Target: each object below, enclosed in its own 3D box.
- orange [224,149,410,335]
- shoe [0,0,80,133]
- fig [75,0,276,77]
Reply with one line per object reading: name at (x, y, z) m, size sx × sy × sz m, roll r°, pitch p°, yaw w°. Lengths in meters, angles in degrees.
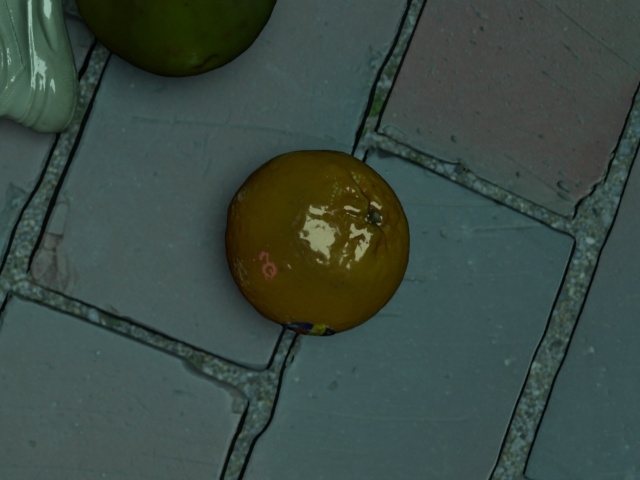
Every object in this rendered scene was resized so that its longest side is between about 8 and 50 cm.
orange at (-0.002, 0.000, 1.386) m, size 0.219 × 0.193 × 0.219 m, roll 5°, pitch 68°, yaw -13°
shoe at (-0.366, -0.266, 1.308) m, size 0.159 × 0.124 × 0.316 m, roll -14°, pitch 95°, yaw -39°
fig at (-0.159, -0.306, 1.313) m, size 0.240 × 0.271 × 0.239 m, roll 0°, pitch 80°, yaw 0°
